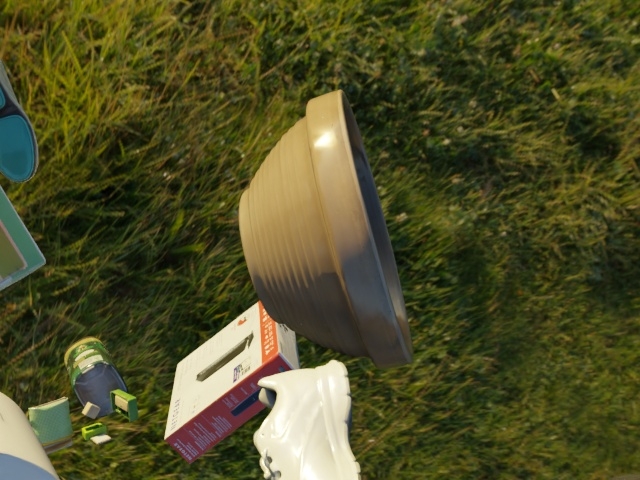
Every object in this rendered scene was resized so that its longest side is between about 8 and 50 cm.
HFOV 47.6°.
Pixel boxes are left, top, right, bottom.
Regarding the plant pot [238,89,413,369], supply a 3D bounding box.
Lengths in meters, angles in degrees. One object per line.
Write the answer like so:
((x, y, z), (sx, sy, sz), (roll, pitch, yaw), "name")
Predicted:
((0.000, 0.000, 0.624), (0.109, 0.237, 0.238), (-14, 80, 8), "plant pot")

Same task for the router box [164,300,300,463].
((-0.192, 0.291, 1.612), (0.301, 0.335, 0.082), (-38, 107, 5), "router box")

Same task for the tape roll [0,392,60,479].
((-0.411, 0.296, 0.782), (0.246, 0.169, 0.246), (-14, 115, -33), "tape roll")

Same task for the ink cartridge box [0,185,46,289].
((-0.251, -0.045, 0.491), (0.056, 0.235, 0.171), (-35, 100, -39), "ink cartridge box")

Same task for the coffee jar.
((-0.394, 0.232, 1.263), (0.079, 0.184, 0.096), (-30, 108, -17), "coffee jar")

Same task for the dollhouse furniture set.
((-0.361, 0.277, 1.112), (0.151, 0.058, 0.076), (-12, 106, -41), "dollhouse furniture set")

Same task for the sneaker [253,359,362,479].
((-0.015, 0.279, 0.881), (0.129, 0.111, 0.297), (-3, 38, -5), "sneaker")

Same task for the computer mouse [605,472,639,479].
((0.231, 0.284, 0.605), (0.188, 0.272, 0.072), (28, 26, 5), "computer mouse")

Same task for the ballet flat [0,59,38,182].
((-0.546, -0.223, 1.243), (0.086, 0.086, 0.249), (-26, 122, -26), "ballet flat")
